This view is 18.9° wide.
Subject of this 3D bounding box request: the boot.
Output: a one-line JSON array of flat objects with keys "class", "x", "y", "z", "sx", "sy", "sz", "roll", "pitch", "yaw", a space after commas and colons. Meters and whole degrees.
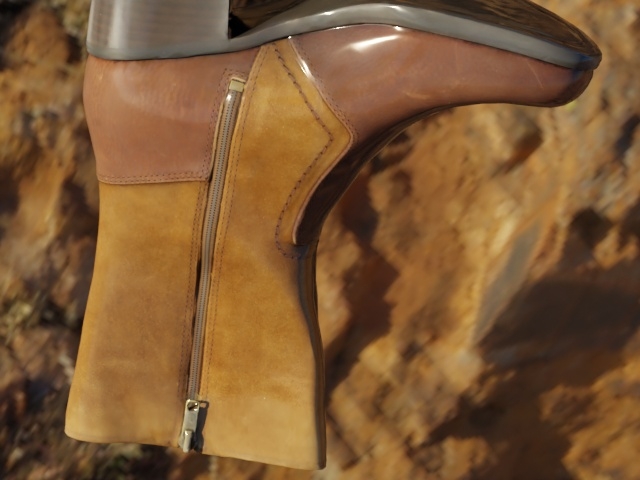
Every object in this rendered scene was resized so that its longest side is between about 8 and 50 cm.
[{"class": "boot", "x": 0.000, "y": 0.000, "z": 1.003, "sx": 0.264, "sy": 0.280, "sz": 0.096, "roll": 3, "pitch": 21, "yaw": -3}]
